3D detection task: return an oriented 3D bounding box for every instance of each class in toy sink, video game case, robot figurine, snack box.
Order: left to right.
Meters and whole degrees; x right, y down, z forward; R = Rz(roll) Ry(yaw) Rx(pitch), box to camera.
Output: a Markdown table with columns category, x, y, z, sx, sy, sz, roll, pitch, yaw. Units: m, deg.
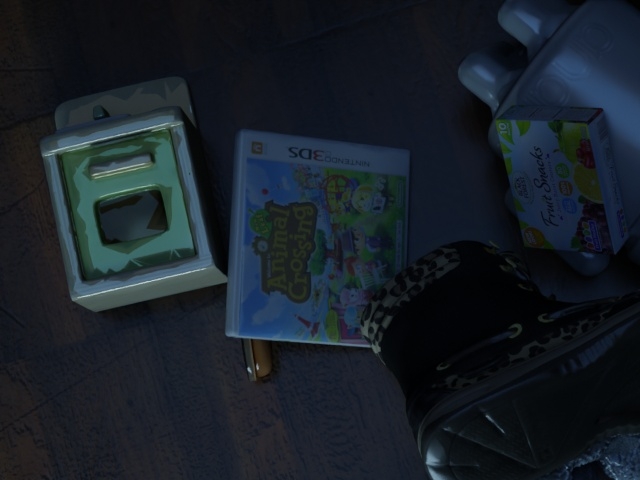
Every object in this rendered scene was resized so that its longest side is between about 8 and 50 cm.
| category | x | y | z | sx | sy | sz | roll | pitch | yaw |
| --- | --- | --- | --- | --- | --- | --- | --- | --- | --- |
| toy sink | -0.197 | -0.060 | 1.702 | 0.152 | 0.131 | 0.234 | -12 | 80 | 3 |
| video game case | 0.000 | 0.000 | 1.688 | 0.193 | 0.023 | 0.212 | 6 | 81 | -22 |
| snack box | 0.229 | -0.058 | 1.553 | 0.100 | 0.037 | 0.141 | 6 | 124 | 39 |
| robot figurine | 0.308 | -0.105 | 1.630 | 0.353 | 0.200 | 0.300 | 38 | 119 | 10 |

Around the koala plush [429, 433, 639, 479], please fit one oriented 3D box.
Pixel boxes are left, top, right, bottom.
| category | x | y | z | sx | sy | sz | roll | pitch | yaw |
| --- | --- | --- | --- | --- | --- | --- | --- | --- | --- |
| koala plush | 0.218 | 0.290 | 1.586 | 0.203 | 0.196 | 0.221 | -30 | 108 | -38 |

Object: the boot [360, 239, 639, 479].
| category | x | y | z | sx | sy | sz | roll | pitch | yaw |
| --- | --- | --- | --- | --- | --- | --- | --- | --- | --- |
| boot | 0.231 | 0.083 | 1.567 | 0.377 | 0.284 | 0.138 | -25 | 117 | -6 |

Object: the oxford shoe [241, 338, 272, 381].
| category | x | y | z | sx | sy | sz | roll | pitch | yaw |
| --- | --- | --- | --- | --- | --- | --- | --- | --- | --- |
| oxford shoe | -0.048 | 0.042 | 1.706 | 0.076 | 0.076 | 0.212 | 5 | 82 | -4 |
